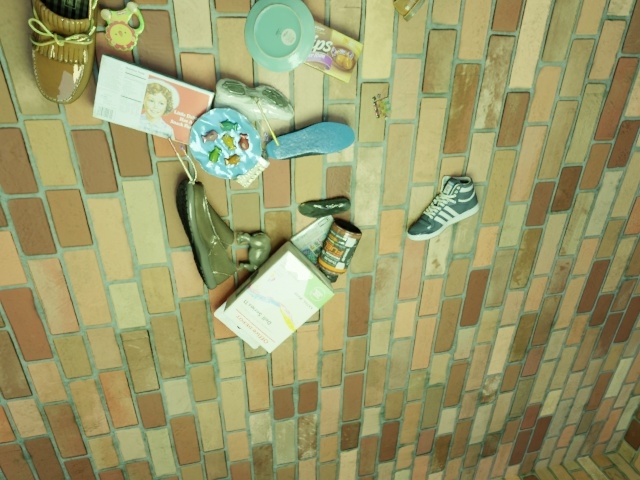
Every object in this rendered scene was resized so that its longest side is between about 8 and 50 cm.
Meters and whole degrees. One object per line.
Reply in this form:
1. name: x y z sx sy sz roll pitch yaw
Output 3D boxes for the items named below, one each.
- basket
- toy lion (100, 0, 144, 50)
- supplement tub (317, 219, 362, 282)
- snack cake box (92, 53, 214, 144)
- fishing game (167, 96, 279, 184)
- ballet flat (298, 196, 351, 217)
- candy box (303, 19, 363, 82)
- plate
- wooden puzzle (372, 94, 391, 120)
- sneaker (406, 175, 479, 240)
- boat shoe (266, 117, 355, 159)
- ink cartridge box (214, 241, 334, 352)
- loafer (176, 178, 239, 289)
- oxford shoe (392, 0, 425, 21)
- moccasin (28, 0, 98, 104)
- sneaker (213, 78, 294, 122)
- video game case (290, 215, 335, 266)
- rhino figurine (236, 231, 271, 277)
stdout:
1. basket: -0.241 -0.243 1.140 0.167 0.113 0.103 36 106 -26
2. toy lion: -0.477 -0.519 0.989 0.100 0.034 0.096 -20 126 -5
3. supplement tub: 0.056 0.041 1.338 0.106 0.106 0.198 14 111 -21
4. snack cake box: -0.425 -0.356 1.047 0.264 0.089 0.152 14 109 -21
5. fishing game: -0.246 -0.243 1.051 0.264 0.041 0.189 -20 118 2
6. ballet flat: 0.013 -0.107 1.318 0.173 0.049 0.057 -6 120 -5
7. candy box: 0.009 -0.519 1.104 0.186 0.053 0.109 16 111 -23
8. plate: -0.107 -0.534 1.042 0.188 0.024 0.188 2 106 8
9. wooden puzzle: 0.188 -0.404 1.233 0.049 0.006 0.083 -22 119 -4
10. sneaker: 0.406 -0.117 1.377 0.282 0.099 0.153 -27 124 -9
11. boat shoe: -0.032 -0.298 1.186 0.258 0.089 0.109 -6 104 -6
12. ink cartridge box: -0.155 0.201 1.272 0.353 0.119 0.207 -44 106 8
13. loafer: -0.334 -0.026 1.226 0.130 0.134 0.366 -22 129 -24
14. oxford shoe: 0.277 -0.701 1.078 0.076 0.076 0.212 36 102 -15
15. moccasin: -0.567 -0.495 0.907 0.139 0.147 0.380 20 109 -23
16. sneaker: -0.187 -0.365 1.120 0.232 0.090 0.115 6 145 -30
17. video game case: 0.000 0.000 1.374 0.157 0.019 0.143 -36 119 3
18. rhino figurine: -0.213 0.078 1.325 0.106 0.073 0.243 -4 118 -10
